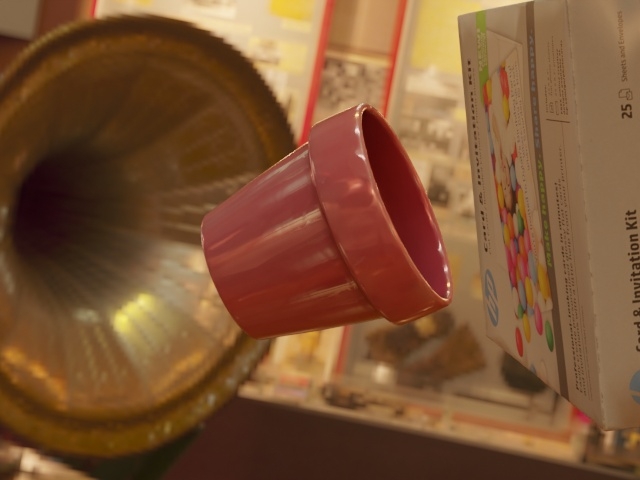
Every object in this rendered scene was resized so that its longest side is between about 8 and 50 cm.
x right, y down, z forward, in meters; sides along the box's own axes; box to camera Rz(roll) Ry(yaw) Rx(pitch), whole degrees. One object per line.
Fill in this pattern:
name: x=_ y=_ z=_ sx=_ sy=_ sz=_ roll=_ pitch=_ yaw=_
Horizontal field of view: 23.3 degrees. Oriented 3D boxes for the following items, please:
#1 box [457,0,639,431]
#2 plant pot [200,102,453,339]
box: x=0.092 y=-0.020 z=0.590 sx=0.038 sy=0.145 sz=0.186 roll=-6 pitch=7 yaw=-4
plant pot: x=0.000 y=0.000 z=1.412 sx=0.180 sy=0.201 sz=0.201 roll=-23 pitch=-5 yaw=14
